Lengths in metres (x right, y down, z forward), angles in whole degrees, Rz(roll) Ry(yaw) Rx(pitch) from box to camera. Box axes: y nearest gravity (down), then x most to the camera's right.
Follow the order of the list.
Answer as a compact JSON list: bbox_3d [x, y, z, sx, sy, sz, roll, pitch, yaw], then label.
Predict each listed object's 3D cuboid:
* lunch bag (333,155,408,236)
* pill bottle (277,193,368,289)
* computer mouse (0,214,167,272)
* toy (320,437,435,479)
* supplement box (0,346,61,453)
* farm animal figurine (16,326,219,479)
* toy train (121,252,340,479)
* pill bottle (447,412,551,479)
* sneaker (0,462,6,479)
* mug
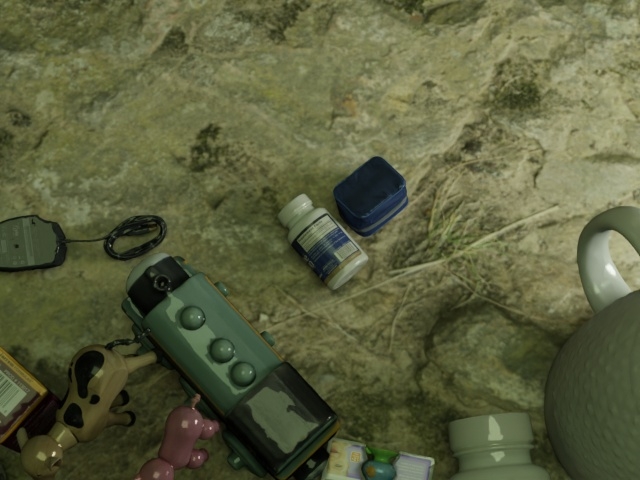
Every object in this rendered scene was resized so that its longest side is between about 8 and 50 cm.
[{"bbox_3d":[0.069,-0.058,1.568,0.098,0.065,0.067,-37,64,-12],"label":"lunch bag"},{"bbox_3d":[0.000,0.000,1.545,0.067,0.067,0.120,-39,80,-13],"label":"pill bottle"},{"bbox_3d":[-0.319,0.001,1.542,0.242,0.041,0.071,-5,83,-12],"label":"computer mouse"},{"bbox_3d":[0.055,0.367,1.452,0.137,0.056,0.237,11,74,1],"label":"toy"},{"bbox_3d":[-0.370,0.185,1.403,0.104,0.188,0.081,40,76,7],"label":"supplement box"},{"bbox_3d":[-0.257,0.306,1.323,0.327,0.172,0.330,-33,75,27],"label":"farm animal figurine"},{"bbox_3d":[-0.109,0.151,1.431,0.142,0.190,0.334,-40,81,-14],"label":"toy train"},{"bbox_3d":[0.218,0.328,1.435,0.131,0.131,0.229,-4,75,-5],"label":"pill bottle"},{"bbox_3d":[-0.451,0.343,1.371,0.115,0.232,0.090,-2,115,12],"label":"sneaker"},{"bbox_3d":[0.414,0.134,1.401,0.276,0.328,0.374,-23,77,-10],"label":"mug"}]
